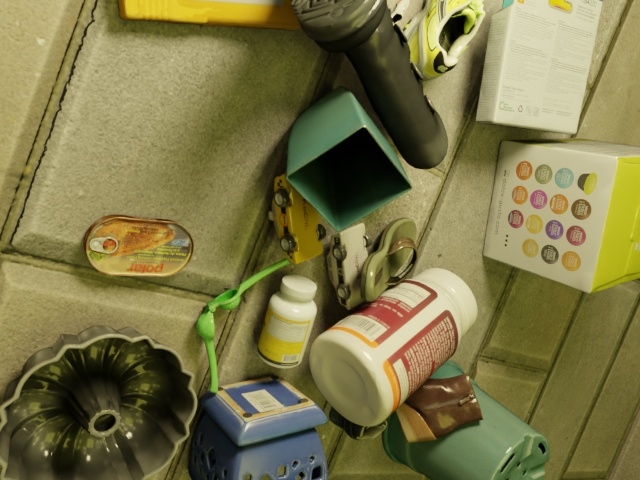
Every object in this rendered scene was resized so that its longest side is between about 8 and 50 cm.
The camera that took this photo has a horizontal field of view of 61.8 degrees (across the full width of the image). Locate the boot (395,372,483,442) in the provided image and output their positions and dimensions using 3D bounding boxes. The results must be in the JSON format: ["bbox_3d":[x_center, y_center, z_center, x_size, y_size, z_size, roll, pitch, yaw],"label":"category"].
[{"bbox_3d":[0.276,0.375,1.369,0.207,0.090,0.248,-23,80,7],"label":"boot"}]

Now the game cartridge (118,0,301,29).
[{"bbox_3d":[-0.174,-0.505,0.881,0.324,0.053,0.285,-12,112,-33],"label":"game cartridge"}]

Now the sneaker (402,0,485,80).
[{"bbox_3d":[0.304,-0.511,1.151,0.145,0.147,0.384,23,91,-36],"label":"sneaker"}]

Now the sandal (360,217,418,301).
[{"bbox_3d":[0.175,0.049,1.233,0.303,0.086,0.120,-49,135,-52],"label":"sandal"}]

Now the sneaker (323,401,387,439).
[{"bbox_3d":[0.111,0.372,1.306,0.086,0.163,0.226,20,92,-36],"label":"sneaker"}]

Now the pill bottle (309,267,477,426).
[{"bbox_3d":[0.181,0.225,1.239,0.392,0.224,0.224,-28,120,-38],"label":"pill bottle"}]

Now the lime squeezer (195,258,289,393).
[{"bbox_3d":[-0.181,0.152,1.080,0.110,0.059,0.310,29,86,-8],"label":"lime squeezer"}]

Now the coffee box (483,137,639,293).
[{"bbox_3d":[0.703,-0.090,1.449,0.338,0.334,0.337,-8,110,-33],"label":"coffee box"}]

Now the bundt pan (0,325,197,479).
[{"bbox_3d":[-0.397,0.293,0.951,0.331,0.124,0.330,-12,113,-31],"label":"bundt pan"}]

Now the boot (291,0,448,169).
[{"bbox_3d":[0.113,-0.288,0.960,0.146,0.367,0.445,-17,134,17],"label":"boot"}]

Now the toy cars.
[{"bbox_3d":[0.000,0.000,1.154,0.394,0.087,0.176,44,68,-41],"label":"toy cars"}]

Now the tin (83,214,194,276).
[{"bbox_3d":[-0.324,0.010,0.962,0.190,0.040,0.106,6,98,-36],"label":"tin"}]

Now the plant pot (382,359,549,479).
[{"bbox_3d":[0.406,0.552,1.463,0.341,0.334,0.340,-11,111,-32],"label":"plant pot"}]

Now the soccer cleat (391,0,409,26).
[{"bbox_3d":[0.167,-0.482,1.134,0.083,0.036,0.029,-50,126,-10],"label":"soccer cleat"}]

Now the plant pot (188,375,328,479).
[{"bbox_3d":[-0.127,0.422,1.119,0.236,0.236,0.212,-1,101,-34],"label":"plant pot"}]

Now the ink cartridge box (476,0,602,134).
[{"bbox_3d":[0.525,-0.432,1.281,0.324,0.071,0.329,-1,103,-32],"label":"ink cartridge box"}]

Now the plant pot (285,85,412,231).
[{"bbox_3d":[0.042,-0.178,1.016,0.166,0.234,0.165,-30,129,20],"label":"plant pot"}]

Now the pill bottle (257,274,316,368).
[{"bbox_3d":[-0.067,0.170,1.135,0.103,0.103,0.184,2,114,-35],"label":"pill bottle"}]

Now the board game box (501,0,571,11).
[{"bbox_3d":[0.559,-0.505,1.371,0.254,0.079,0.335,1,105,-35],"label":"board game box"}]
